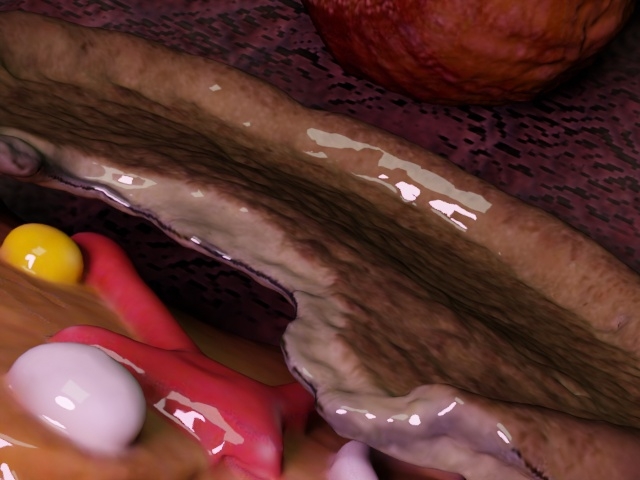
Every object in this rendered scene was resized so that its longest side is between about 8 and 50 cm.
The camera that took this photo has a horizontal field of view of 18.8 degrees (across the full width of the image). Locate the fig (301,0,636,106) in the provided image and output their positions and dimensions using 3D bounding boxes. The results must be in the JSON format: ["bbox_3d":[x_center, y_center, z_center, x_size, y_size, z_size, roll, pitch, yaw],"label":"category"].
[{"bbox_3d":[0.090,-0.120,0.728,0.201,0.134,0.146,-4,73,-35],"label":"fig"}]

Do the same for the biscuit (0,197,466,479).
[{"bbox_3d":[-0.047,0.034,0.520,0.339,0.047,0.216,28,11,27],"label":"biscuit"}]

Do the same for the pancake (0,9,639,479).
[{"bbox_3d":[0.000,0.000,0.557,0.286,0.033,0.288,16,16,-30],"label":"pancake"}]
